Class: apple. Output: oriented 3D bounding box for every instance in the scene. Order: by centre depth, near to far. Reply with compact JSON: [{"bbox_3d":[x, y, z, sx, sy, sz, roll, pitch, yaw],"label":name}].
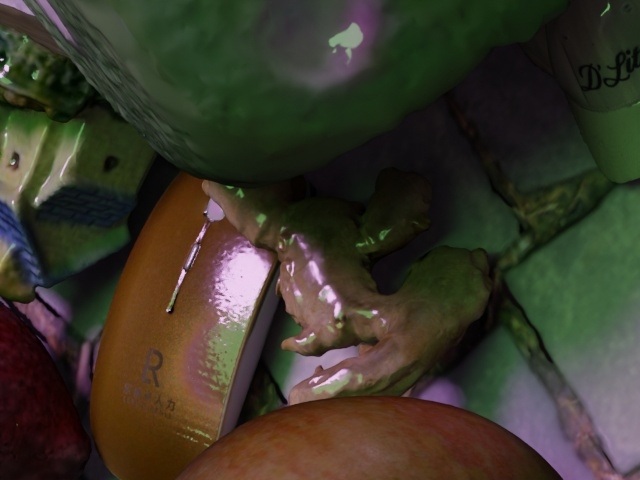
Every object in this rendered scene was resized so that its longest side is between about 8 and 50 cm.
[{"bbox_3d":[0.019,0.197,1.038,0.234,0.257,0.257,34,97,53],"label":"apple"}]

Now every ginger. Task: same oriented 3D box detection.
[{"bbox_3d":[0.015,-0.003,1.213,0.149,0.065,0.258,-19,52,-8],"label":"ginger"}]

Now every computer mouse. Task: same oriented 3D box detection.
[{"bbox_3d":[-0.083,0.051,1.293,0.126,0.056,0.245,17,84,39],"label":"computer mouse"}]

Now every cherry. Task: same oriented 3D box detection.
[{"bbox_3d":[-0.299,0.125,1.341,0.300,0.203,0.230,6,82,22],"label":"cherry"}]

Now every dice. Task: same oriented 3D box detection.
[{"bbox_3d":[-0.040,-0.244,1.116,0.330,0.318,0.322,-39,22,-5],"label":"dice"}]

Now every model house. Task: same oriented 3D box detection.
[{"bbox_3d":[-0.226,-0.066,1.363,0.214,0.195,0.189,31,102,42],"label":"model house"}]

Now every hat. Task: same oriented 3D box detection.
[{"bbox_3d":[0.168,-0.112,1.147,0.122,0.081,0.166,-25,71,31],"label":"hat"}]
